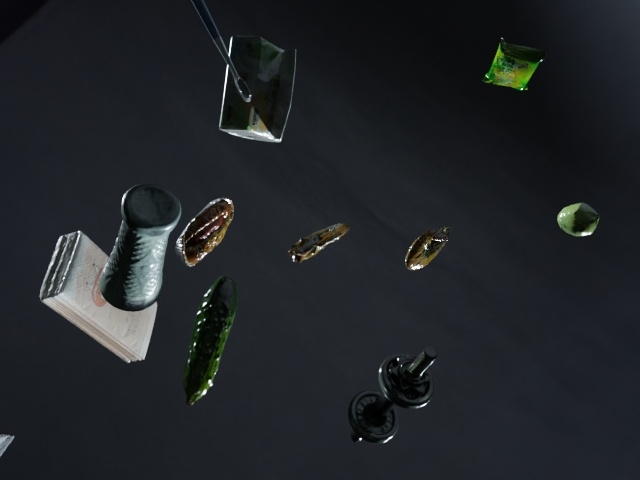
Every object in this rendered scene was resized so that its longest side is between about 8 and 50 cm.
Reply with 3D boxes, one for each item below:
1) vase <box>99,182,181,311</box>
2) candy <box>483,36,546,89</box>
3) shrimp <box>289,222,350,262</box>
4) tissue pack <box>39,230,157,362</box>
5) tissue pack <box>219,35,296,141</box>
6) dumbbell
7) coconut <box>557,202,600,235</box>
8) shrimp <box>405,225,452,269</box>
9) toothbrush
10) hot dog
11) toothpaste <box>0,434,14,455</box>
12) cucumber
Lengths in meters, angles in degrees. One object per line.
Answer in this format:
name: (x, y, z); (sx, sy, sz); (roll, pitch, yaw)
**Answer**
vase: (-0.257, 0.011, 0.794); (0.096, 0.096, 0.219); (39, 139, 3)
candy: (0.420, -0.376, 1.209); (0.102, 0.032, 0.178); (23, 176, 10)
shrimp: (-0.003, -0.003, 1.305); (0.132, 0.187, 0.051); (-32, 91, 45)
tissue pack: (-0.498, 0.140, 1.286); (0.071, 0.170, 0.325); (-10, 142, 14)
tissue pack: (-0.137, -0.368, 1.373); (0.145, 0.229, 0.159); (11, -177, 32)
dumbbell: (0.096, 0.221, 0.774); (0.082, 0.081, 0.254); (37, 134, 10)
coconut: (0.641, -0.051, 1.372); (0.088, 0.088, 0.096); (47, 147, -23)
shrimp: (0.318, 0.010, 1.600); (0.051, 0.217, 0.115); (36, 140, 29)
toothbrush: (-0.187, -0.365, 0.946); (0.275, 0.019, 0.025); (63, 176, -10)
hot dog: (-0.264, -0.025, 1.294); (0.053, 0.192, 0.099); (20, 144, 27)
toothpaste: (-0.794, 0.411, 1.118); (0.058, 0.056, 0.314); (-15, 151, 34)
cucumber: (-0.192, 0.171, 0.962); (0.069, 0.227, 0.069); (11, 158, 4)
